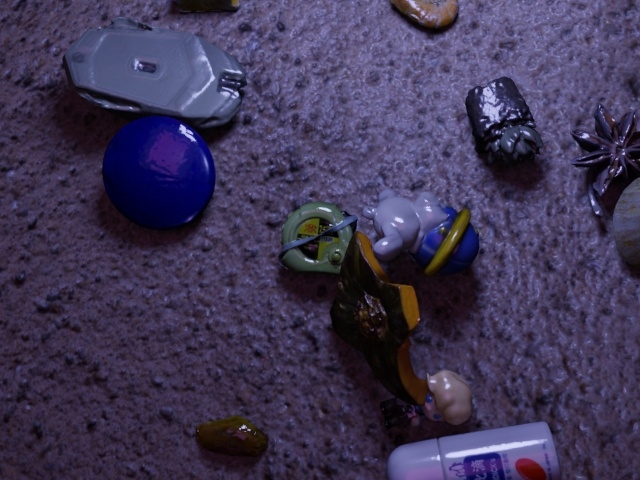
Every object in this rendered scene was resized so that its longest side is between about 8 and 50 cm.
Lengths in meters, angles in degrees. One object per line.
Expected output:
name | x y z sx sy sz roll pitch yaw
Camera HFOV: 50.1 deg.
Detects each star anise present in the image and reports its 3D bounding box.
star anise | 0.619 -0.174 1.464 0.209 0.089 0.231 42 90 0

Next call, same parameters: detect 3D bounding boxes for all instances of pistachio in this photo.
pistachio | -0.202 0.434 1.522 0.173 0.049 0.089 5 82 9

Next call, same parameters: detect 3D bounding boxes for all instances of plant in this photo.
plant | 0.395 -0.249 1.492 0.132 0.129 0.194 -20 75 8

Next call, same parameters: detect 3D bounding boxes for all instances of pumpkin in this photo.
pumpkin | 0.722 -0.037 1.392 0.217 0.110 0.217 0 90 -5
pumpkin | 0.123 0.163 1.391 0.095 0.258 0.290 -17 44 -32

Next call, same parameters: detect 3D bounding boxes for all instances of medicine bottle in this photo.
medicine bottle | 0.303 0.460 1.397 0.341 0.130 0.130 -11 80 8

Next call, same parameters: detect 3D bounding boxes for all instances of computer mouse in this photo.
computer mouse | -0.392 -0.382 1.634 0.429 0.145 0.228 11 76 -1

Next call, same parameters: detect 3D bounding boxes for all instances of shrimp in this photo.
shrimp | 0.239 -0.571 1.612 0.187 0.051 0.132 34 69 7

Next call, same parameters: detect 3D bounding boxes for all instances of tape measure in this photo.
tape measure | 0.000 0.000 1.530 0.200 0.106 0.175 1 95 11

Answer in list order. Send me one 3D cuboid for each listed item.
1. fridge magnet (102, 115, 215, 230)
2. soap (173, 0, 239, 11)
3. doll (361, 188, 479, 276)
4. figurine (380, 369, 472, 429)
fridge magnet | -0.372 -0.154 1.586 0.265 0.112 0.265 1 100 4
soap | -0.276 -0.702 1.691 0.160 0.080 0.257 1 82 9
doll | 0.212 -0.019 1.402 0.242 0.311 0.159 45 117 1
figurine | 0.223 0.342 1.445 0.196 0.108 0.114 -16 74 12
